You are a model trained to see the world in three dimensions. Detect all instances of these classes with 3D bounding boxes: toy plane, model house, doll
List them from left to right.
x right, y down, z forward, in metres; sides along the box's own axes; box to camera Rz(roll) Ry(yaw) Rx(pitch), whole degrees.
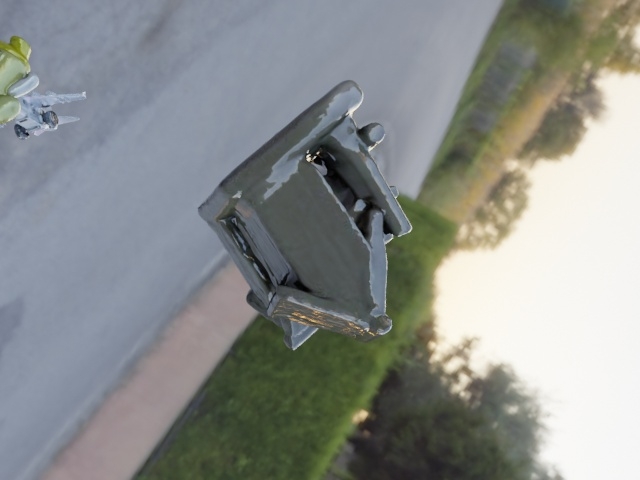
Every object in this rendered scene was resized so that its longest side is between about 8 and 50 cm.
[{"bbox_3d":[-0.316,-0.117,0.865,0.062,0.106,0.162,69,34,-54],"label":"doll"},{"bbox_3d":[-0.430,-0.190,1.425,0.162,0.065,0.171,-18,171,13],"label":"toy plane"},{"bbox_3d":[-0.008,-0.002,0.775,0.122,0.188,0.229,-25,178,-19],"label":"model house"}]
